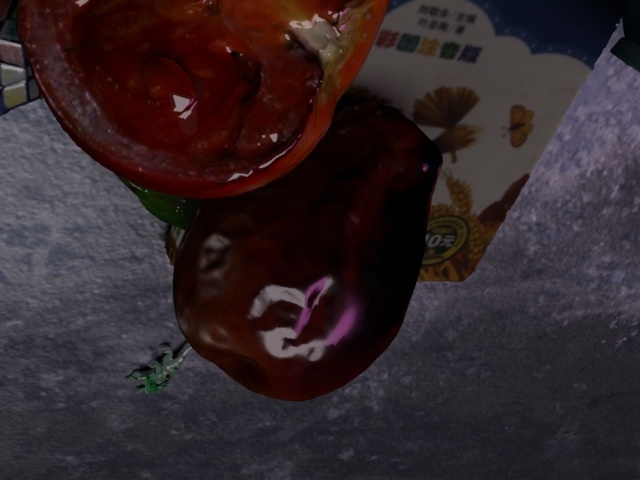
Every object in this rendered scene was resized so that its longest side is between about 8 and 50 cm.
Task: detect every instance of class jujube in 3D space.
[{"bbox_3d":[0.000,0.000,0.720,0.236,0.168,0.168,-52,141,-20],"label":"jujube"}]

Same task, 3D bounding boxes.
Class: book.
[{"bbox_3d":[0.071,-0.132,0.783,0.300,0.039,0.428,4,131,-24],"label":"book"}]

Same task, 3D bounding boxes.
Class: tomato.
[{"bbox_3d":[-0.064,-0.139,0.623,0.233,0.200,0.139,-58,172,-3],"label":"tomato"}]

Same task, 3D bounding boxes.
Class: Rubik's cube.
[{"bbox_3d":[-0.217,-0.125,0.635,0.093,0.111,0.111,9,134,6],"label":"Rubik's cube"}]

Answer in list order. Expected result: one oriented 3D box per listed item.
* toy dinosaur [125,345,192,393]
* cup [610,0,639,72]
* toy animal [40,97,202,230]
[{"bbox_3d":[-0.146,0.126,0.962,0.083,0.021,0.062,-11,143,-6],"label":"toy dinosaur"},{"bbox_3d":[0.374,-0.177,0.700,0.289,0.219,0.258,22,112,-34],"label":"cup"},{"bbox_3d":[-0.122,-0.062,0.742,0.075,0.041,0.217,-29,122,24],"label":"toy animal"}]
